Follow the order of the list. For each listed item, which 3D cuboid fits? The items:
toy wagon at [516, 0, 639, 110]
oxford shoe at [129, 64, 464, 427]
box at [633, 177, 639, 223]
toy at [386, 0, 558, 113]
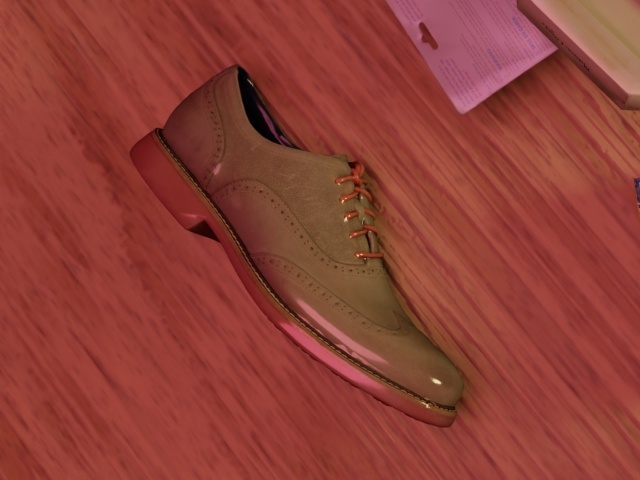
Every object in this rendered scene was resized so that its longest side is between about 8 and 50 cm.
[{"bbox_3d":[0.305,-0.247,1.381,0.344,0.068,0.267,-42,79,-9],"label":"toy wagon"},{"bbox_3d":[0.000,0.000,1.507,0.348,0.123,0.130,44,99,16],"label":"oxford shoe"},{"bbox_3d":[0.276,0.033,1.424,0.054,0.059,0.169,-9,85,23],"label":"box"},{"bbox_3d":[0.175,-0.213,1.474,0.237,0.056,0.137,-35,73,13],"label":"toy"}]
